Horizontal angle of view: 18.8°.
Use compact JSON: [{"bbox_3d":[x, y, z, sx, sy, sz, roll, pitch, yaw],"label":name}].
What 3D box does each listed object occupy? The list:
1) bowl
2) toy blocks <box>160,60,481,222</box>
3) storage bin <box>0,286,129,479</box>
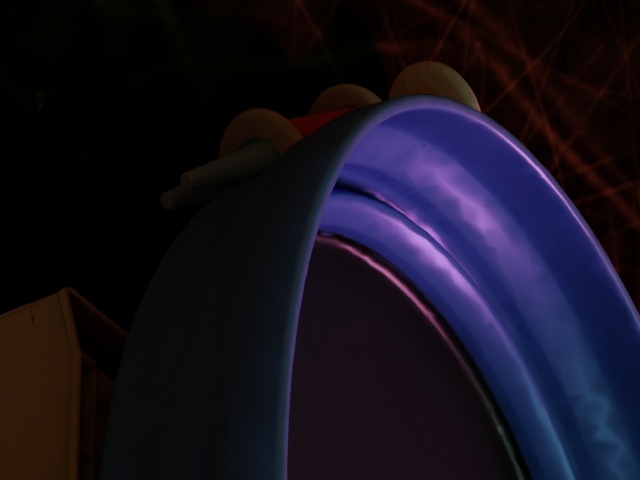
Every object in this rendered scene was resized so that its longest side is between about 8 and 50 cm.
[{"bbox_3d":[0.056,0.147,0.667,0.391,0.077,0.391,41,40,-47],"label":"bowl"},{"bbox_3d":[0.000,0.000,0.787,0.148,0.054,0.123,-20,117,-41],"label":"toy blocks"},{"bbox_3d":[-0.058,0.192,0.665,0.262,0.123,0.260,44,33,-45],"label":"storage bin"}]
